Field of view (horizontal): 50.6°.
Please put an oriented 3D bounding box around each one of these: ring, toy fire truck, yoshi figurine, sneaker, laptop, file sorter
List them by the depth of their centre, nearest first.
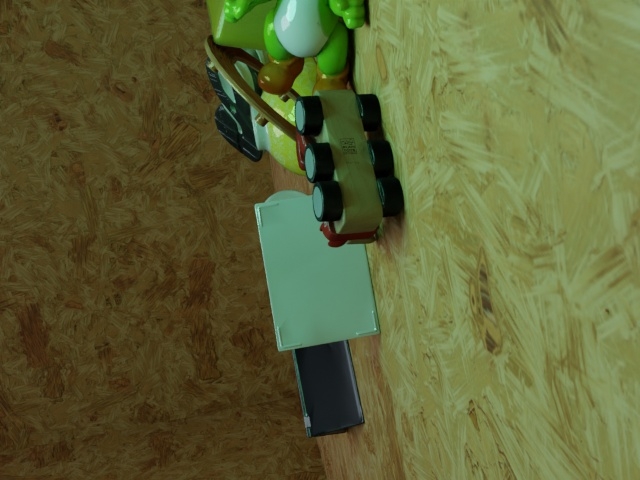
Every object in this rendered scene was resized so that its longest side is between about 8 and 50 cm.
[{"bbox_3d":[-0.028,-0.351,1.011,0.203,0.203,0.362,58,159,32],"label":"yoshi figurine"},{"bbox_3d":[0.036,-0.086,1.056,0.246,0.158,0.217,120,141,-63],"label":"toy fire truck"},{"bbox_3d":[-0.081,-0.248,1.234,0.336,0.032,0.336,39,-163,-15],"label":"ring"},{"bbox_3d":[-0.011,0.059,1.343,0.173,0.193,0.278,130,130,-84],"label":"file sorter"},{"bbox_3d":[-0.142,-0.395,1.761,0.169,0.257,0.447,37,161,13],"label":"sneaker"},{"bbox_3d":[0.052,0.348,1.937,0.408,0.236,0.382,26,-131,-63],"label":"laptop"}]

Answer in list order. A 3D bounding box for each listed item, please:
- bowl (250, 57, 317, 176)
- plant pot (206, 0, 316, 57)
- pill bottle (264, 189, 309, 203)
[{"bbox_3d":[-0.079,-0.279,1.590,0.289,0.156,0.289,170,90,-84],"label":"bowl"},{"bbox_3d":[-0.082,-0.471,1.218,0.212,0.212,0.187,-107,26,-49],"label":"plant pot"},{"bbox_3d":[-0.087,-0.005,1.973,0.301,0.169,0.169,93,166,-64],"label":"pill bottle"}]
